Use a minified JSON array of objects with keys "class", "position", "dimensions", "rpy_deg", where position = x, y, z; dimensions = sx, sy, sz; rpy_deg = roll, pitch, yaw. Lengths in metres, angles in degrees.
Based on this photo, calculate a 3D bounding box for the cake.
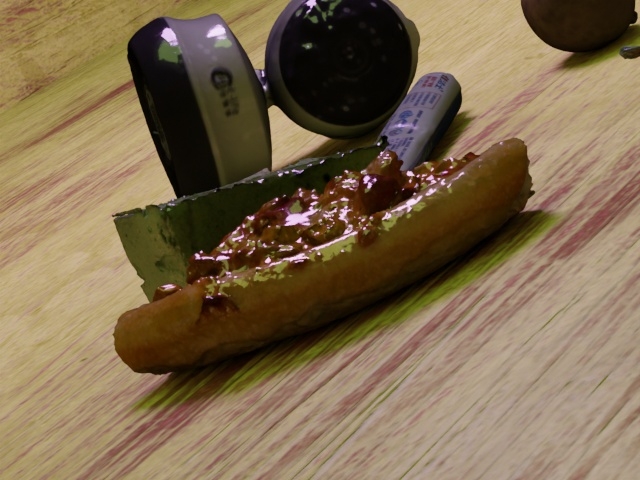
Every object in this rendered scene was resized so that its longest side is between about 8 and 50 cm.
[{"class":"cake","position":[-0.043,-0.012,1.602],"dimensions":[0.235,0.099,0.100],"rpy_deg":[-19,7,-32]}]

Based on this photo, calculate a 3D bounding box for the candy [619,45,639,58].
[{"class":"candy","position":[0.314,-0.176,1.606],"dimensions":[0.053,0.046,0.182],"rpy_deg":[-17,11,45]}]

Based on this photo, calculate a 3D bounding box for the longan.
[{"class":"longan","position":[0.251,-0.224,1.814],"dimensions":[0.119,0.106,0.106],"rpy_deg":[16,-10,-31]}]

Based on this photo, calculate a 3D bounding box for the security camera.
[{"class":"security camera","position":[-0.036,-0.158,1.903],"dimensions":[0.277,0.197,0.191],"rpy_deg":[-19,-1,-9]}]

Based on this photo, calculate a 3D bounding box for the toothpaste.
[{"class":"toothpaste","position":[0.082,-0.094,1.712],"dimensions":[0.069,0.047,0.268],"rpy_deg":[1,26,20]}]

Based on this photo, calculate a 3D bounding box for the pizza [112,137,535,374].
[{"class":"pizza","position":[0.000,0.000,1.425],"dimensions":[0.335,0.086,0.226],"rpy_deg":[-26,15,6]}]
